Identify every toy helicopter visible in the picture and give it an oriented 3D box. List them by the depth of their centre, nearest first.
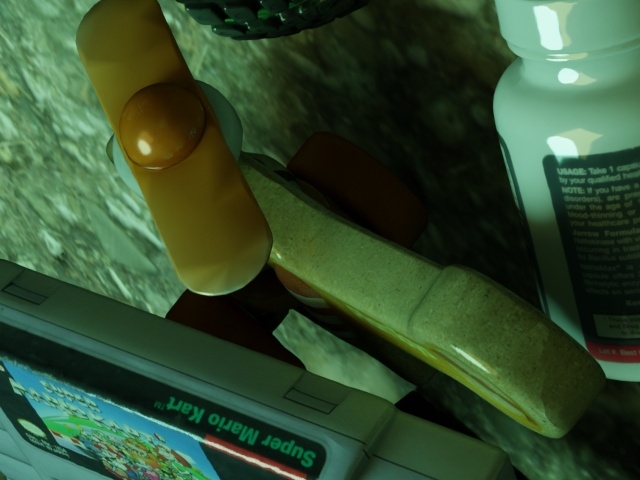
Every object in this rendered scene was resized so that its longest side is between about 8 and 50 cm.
[{"bbox_3d":[0.000,0.000,0.844,0.235,0.140,0.355,45,170,-32],"label":"toy helicopter"}]

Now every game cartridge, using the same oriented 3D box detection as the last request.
[{"bbox_3d":[-0.052,0.124,0.918,0.355,0.068,0.230,18,154,29],"label":"game cartridge"}]

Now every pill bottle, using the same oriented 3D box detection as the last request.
[{"bbox_3d":[0.134,-0.040,0.781,0.108,0.108,0.180,15,131,46],"label":"pill bottle"}]

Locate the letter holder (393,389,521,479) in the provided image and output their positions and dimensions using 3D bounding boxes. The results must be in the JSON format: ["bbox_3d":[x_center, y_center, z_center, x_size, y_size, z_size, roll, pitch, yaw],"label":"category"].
[{"bbox_3d":[0.103,0.281,1.093,0.302,0.152,0.214,39,148,23],"label":"letter holder"}]

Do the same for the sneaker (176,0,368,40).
[{"bbox_3d":[-0.046,-0.246,0.841,0.146,0.134,0.343,-106,-1,-51],"label":"sneaker"}]
